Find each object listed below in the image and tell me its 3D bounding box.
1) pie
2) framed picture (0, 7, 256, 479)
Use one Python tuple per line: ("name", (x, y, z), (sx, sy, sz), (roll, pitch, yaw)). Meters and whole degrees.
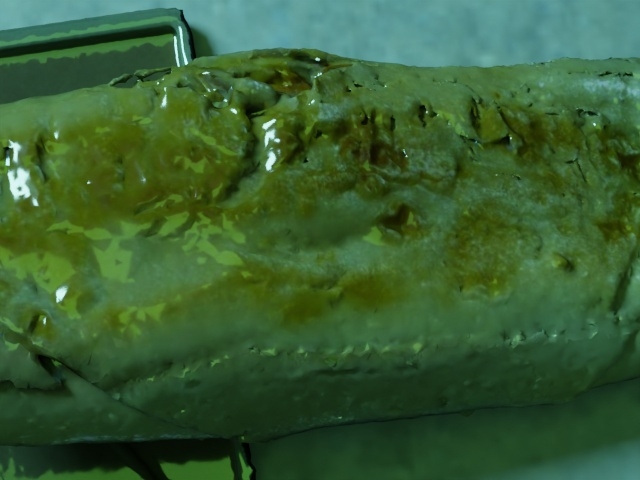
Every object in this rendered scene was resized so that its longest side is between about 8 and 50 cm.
("pie", (0.000, 0.000, 0.486), (0.282, 0.068, 0.129), (-6, 75, -12))
("framed picture", (-0.122, 0.055, 0.510), (0.192, 0.018, 0.265), (-8, 77, -1))
